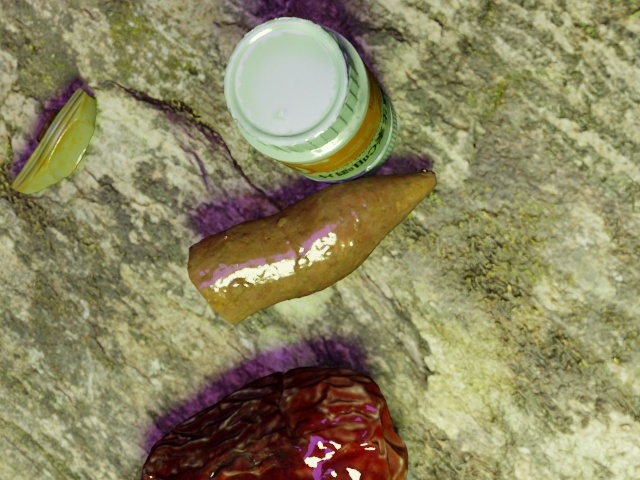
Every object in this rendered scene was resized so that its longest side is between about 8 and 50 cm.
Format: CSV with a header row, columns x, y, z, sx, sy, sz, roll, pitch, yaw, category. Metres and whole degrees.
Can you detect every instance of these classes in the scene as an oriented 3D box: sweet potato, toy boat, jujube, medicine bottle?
x,y,z,sx,sy,sz,roll,pitch,yaw,category
0.000,0.001,1.286,0.337,0.131,0.131,-22,83,1,sweet potato
-0.370,-0.134,1.400,0.066,0.065,0.172,36,95,34,toy boat
-0.060,0.283,1.255,0.342,0.216,0.216,-15,84,17,jujube
-0.004,-0.157,1.190,0.158,0.318,0.158,-1,86,12,medicine bottle
